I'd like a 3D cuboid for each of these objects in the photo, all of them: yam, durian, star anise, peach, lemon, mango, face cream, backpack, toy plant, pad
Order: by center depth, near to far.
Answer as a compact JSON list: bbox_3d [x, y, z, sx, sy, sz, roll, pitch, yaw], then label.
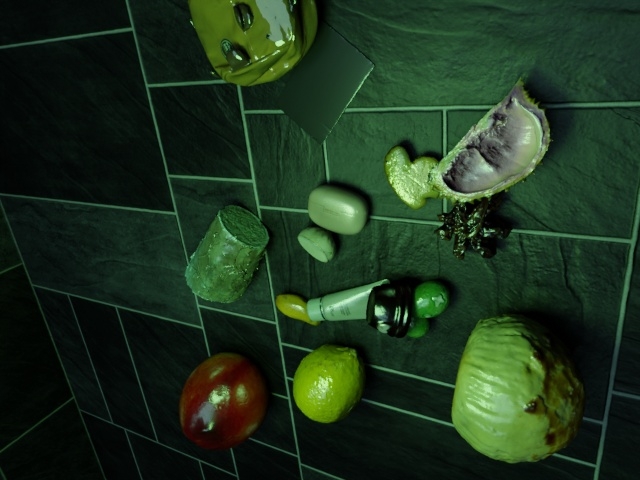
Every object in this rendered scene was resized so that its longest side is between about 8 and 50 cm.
[{"bbox_3d":[0.431,-0.211,1.233,0.191,0.112,0.341,42,116,2],"label":"durian"},{"bbox_3d":[0.404,-0.041,1.343,0.190,0.126,0.220,-12,109,39],"label":"star anise"},{"bbox_3d":[-0.193,-0.615,1.371,0.377,0.201,0.354,-15,109,39],"label":"backpack"},{"bbox_3d":[0.004,-0.452,1.454,0.202,0.005,0.300,42,128,6],"label":"pad"},{"bbox_3d":[0.268,0.208,1.529,0.234,0.176,0.218,6,130,-8],"label":"toy plant"},{"bbox_3d":[0.106,0.216,1.687,0.314,0.089,0.143,-13,106,23],"label":"face cream"},{"bbox_3d":[0.035,0.503,1.762,0.253,0.253,0.310,36,111,11],"label":"lemon"},{"bbox_3d":[-0.336,0.056,1.790,0.241,0.241,0.348,40,126,9],"label":"yam"},{"bbox_3d":[-0.081,0.249,1.813,0.190,0.075,0.098,27,140,13],"label":"mango"},{"bbox_3d":[-0.402,0.663,2.033,0.388,0.388,0.389,14,120,25],"label":"peach"}]

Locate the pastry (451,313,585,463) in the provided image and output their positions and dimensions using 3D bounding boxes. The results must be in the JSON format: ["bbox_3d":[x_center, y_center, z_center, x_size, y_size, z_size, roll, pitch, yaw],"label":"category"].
[{"bbox_3d":[0.529,0.395,1.330,0.312,0.388,0.389,15,120,21],"label":"pastry"}]

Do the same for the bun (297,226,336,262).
[{"bbox_3d":[0.000,0.000,1.633,0.138,0.094,0.138,35,162,13],"label":"bun"}]

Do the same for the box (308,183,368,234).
[{"bbox_3d":[0.054,-0.096,1.548,0.200,0.088,0.146,19,121,21],"label":"box"}]

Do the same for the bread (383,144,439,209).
[{"bbox_3d":[0.266,-0.191,1.394,0.149,0.065,0.188,-35,90,28],"label":"bread"}]
